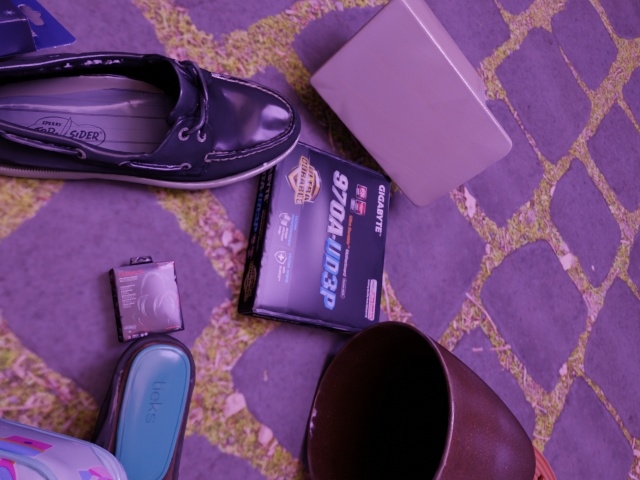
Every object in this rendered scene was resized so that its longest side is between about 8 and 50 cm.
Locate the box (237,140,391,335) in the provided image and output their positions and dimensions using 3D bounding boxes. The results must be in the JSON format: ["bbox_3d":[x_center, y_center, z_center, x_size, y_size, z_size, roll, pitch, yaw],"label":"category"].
[{"bbox_3d":[0.000,0.000,0.617,0.175,0.051,0.220,17,71,-28],"label":"box"}]

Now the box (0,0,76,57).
[{"bbox_3d":[-0.348,-0.187,0.410,0.225,0.036,0.136,-30,61,-34],"label":"box"}]

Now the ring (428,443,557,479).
[{"bbox_3d":[0.239,0.439,0.688,0.336,0.032,0.337,7,76,-30],"label":"ring"}]

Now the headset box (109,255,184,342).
[{"bbox_3d":[-0.181,0.058,0.505,0.062,0.032,0.083,-6,85,-32],"label":"headset box"}]

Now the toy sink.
[{"bbox_3d":[0.127,-0.191,0.657,0.234,0.152,0.131,46,34,-14],"label":"toy sink"}]

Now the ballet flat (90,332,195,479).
[{"bbox_3d":[-0.175,0.225,0.435,0.095,0.096,0.281,23,69,-27],"label":"ballet flat"}]

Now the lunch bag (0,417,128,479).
[{"bbox_3d":[-0.257,0.264,0.313,0.224,0.108,0.279,9,73,8],"label":"lunch bag"}]

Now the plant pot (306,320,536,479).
[{"bbox_3d":[0.139,0.235,0.568,0.230,0.215,0.215,29,66,-29],"label":"plant pot"}]

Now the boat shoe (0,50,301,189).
[{"bbox_3d":[-0.165,-0.129,0.482,0.340,0.113,0.127,-1,77,-23],"label":"boat shoe"}]
